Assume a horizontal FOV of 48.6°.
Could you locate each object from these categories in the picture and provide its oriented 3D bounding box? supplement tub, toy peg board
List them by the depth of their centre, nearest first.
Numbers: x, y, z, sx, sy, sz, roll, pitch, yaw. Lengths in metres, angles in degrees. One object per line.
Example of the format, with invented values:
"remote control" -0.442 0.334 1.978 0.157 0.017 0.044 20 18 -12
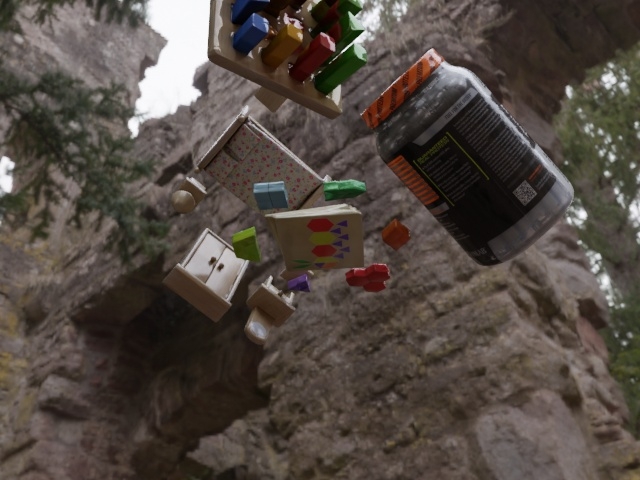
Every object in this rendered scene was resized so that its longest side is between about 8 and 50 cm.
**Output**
"toy peg board" -0.026 -0.237 0.738 0.160 0.161 0.079 20 -37 -34
"supplement tub" 0.238 -0.139 1.183 0.338 0.207 0.207 48 -58 -5

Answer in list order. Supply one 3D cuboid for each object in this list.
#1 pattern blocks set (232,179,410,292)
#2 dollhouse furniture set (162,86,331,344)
"pattern blocks set" 0.000 0.000 1.153 0.285 0.026 0.325 1 -31 -4
"dollhouse furniture set" -0.087 -0.036 1.197 0.303 0.174 0.355 39 -66 -11
